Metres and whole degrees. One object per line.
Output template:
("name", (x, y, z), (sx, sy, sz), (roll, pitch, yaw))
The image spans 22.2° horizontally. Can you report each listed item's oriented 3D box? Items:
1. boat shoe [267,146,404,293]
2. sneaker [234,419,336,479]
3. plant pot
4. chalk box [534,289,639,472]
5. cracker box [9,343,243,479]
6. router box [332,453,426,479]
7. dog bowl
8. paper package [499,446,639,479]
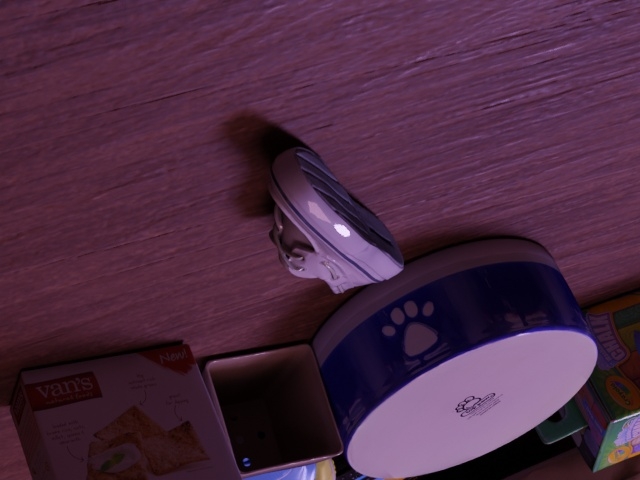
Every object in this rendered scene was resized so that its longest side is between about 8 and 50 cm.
("boat shoe", (0.000, 0.000, 1.284), (0.076, 0.083, 0.226), (-31, 151, 10))
("sneaker", (-0.109, 0.236, 1.614), (0.240, 0.091, 0.126), (-22, 133, -4))
("plant pot", (-0.059, 0.170, 1.507), (0.109, 0.109, 0.096), (-8, 159, -28))
("chalk box", (0.318, 0.146, 1.720), (0.213, 0.132, 0.132), (-19, 151, -13))
("cracker box", (-0.149, 0.206, 1.356), (0.155, 0.232, 0.067), (-9, 146, -27))
("router box", (0.039, 0.251, 1.766), (0.179, 0.046, 0.133), (-33, 150, 14))
("dog bowl", (0.125, 0.116, 1.551), (0.265, 0.104, 0.265), (-19, 150, -11))
("paper package", (0.251, 0.356, 1.899), (0.309, 0.168, 0.325), (-22, 168, -3))
